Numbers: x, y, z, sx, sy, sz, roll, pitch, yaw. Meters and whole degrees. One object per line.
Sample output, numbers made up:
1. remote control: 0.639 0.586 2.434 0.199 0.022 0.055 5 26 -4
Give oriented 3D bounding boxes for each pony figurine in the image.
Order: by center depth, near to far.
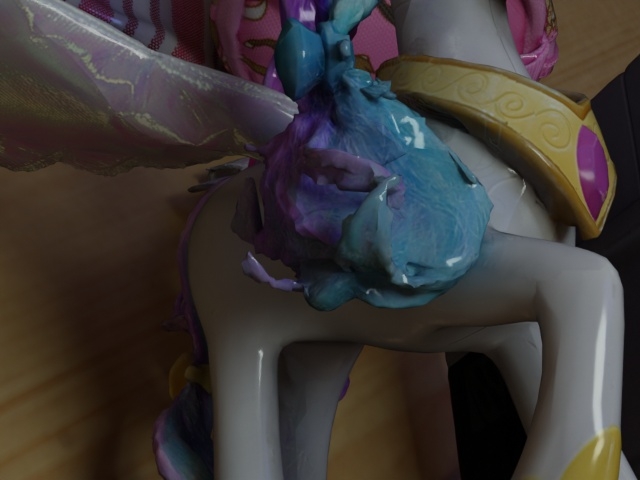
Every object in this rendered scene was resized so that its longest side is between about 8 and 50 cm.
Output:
1. pony figurine: 0.000 0.000 0.633 0.303 0.351 0.363 6 76 -44

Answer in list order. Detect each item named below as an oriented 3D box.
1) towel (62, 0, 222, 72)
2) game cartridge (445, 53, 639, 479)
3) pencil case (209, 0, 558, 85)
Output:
1. towel: -0.116 -0.161 0.850 0.197 0.029 0.144 31 42 -31
2. game cartridge: 0.125 0.126 0.692 0.068 0.230 0.355 2 70 -22
3. pencil case: 0.036 -0.204 0.942 0.160 0.167 0.386 54 26 -36
